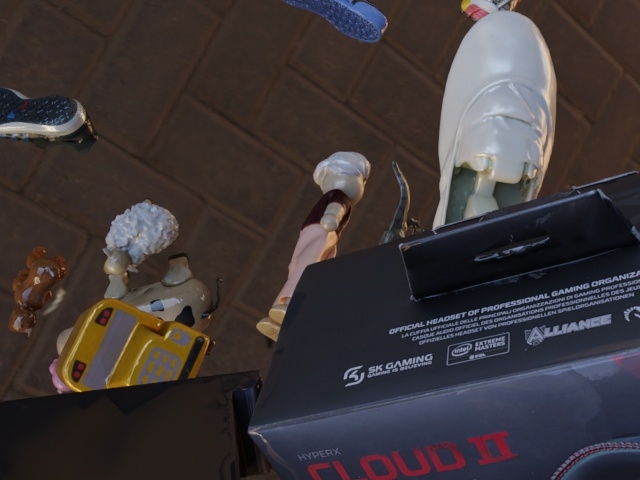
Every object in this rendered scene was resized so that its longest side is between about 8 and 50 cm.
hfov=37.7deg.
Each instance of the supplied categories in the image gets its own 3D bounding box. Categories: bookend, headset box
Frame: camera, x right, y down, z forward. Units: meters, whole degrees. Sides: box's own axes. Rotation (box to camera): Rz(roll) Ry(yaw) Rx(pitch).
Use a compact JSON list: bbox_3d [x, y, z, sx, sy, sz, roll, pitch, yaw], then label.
[{"bbox_3d":[-0.095,0.145,0.411,0.157,0.156,0.072,-7,129,-3],"label":"bookend"},{"bbox_3d":[0.124,0.101,0.392,0.218,0.110,0.293,-16,120,24],"label":"headset box"}]

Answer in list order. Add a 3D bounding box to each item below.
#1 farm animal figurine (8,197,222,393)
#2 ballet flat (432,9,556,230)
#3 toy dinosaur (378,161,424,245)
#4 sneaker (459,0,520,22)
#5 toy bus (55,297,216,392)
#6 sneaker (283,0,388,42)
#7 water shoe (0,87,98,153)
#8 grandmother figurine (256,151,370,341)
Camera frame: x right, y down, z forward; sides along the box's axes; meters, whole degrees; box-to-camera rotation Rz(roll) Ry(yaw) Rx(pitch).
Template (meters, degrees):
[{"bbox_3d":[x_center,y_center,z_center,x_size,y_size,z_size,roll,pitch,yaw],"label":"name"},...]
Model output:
[{"bbox_3d":[-0.292,0.144,1.391,0.326,0.172,0.330,-29,119,6],"label":"farm animal figurine"},{"bbox_3d":[0.194,-0.053,1.070,0.139,0.139,0.400,-2,112,-29],"label":"ballet flat"},{"bbox_3d":[0.146,0.000,1.725,0.118,0.064,0.268,18,85,-46],"label":"toy dinosaur"},{"bbox_3d":[0.270,-0.377,1.388,0.088,0.225,0.093,33,119,-9],"label":"sneaker"},{"bbox_3d":[-0.220,0.136,1.062,0.130,0.332,0.108,28,76,-12],"label":"toy bus"},{"bbox_3d":[0.026,-0.392,1.462,0.090,0.232,0.081,-49,152,-14],"label":"sneaker"},{"bbox_3d":[-0.389,-0.150,1.252,0.073,0.203,0.080,-64,147,-26],"label":"water shoe"},{"bbox_3d":[0.000,0.000,1.489,0.104,0.208,0.342,32,59,-16],"label":"grandmother figurine"}]
